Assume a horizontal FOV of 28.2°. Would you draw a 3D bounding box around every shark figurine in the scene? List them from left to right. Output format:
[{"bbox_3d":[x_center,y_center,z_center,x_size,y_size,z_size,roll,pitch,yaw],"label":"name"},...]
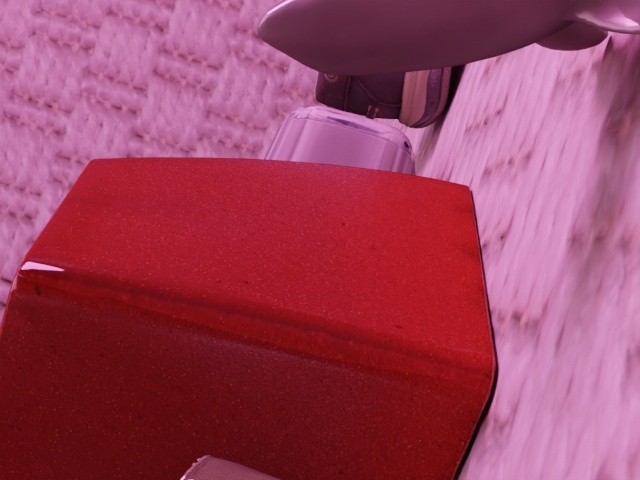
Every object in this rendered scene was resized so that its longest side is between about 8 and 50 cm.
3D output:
[{"bbox_3d":[0.123,-0.140,0.479,0.278,0.166,0.116,-51,38,23],"label":"shark figurine"}]

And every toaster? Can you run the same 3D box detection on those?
[{"bbox_3d":[0.000,0.000,0.973,0.227,0.129,0.146,93,-166,-60],"label":"toaster"}]

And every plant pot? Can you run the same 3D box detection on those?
[{"bbox_3d":[-0.062,0.091,0.743,0.267,0.236,0.267,-82,12,-67],"label":"plant pot"}]

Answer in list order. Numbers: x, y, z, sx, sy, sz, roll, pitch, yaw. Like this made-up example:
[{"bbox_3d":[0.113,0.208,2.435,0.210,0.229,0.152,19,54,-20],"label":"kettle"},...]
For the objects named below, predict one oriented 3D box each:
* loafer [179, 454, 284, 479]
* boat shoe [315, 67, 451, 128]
[{"bbox_3d":[-0.037,0.141,0.533,0.251,0.087,0.094,-20,19,41],"label":"loafer"},{"bbox_3d":[0.045,-0.268,1.033,0.132,0.130,0.355,-82,-7,-81],"label":"boat shoe"}]
